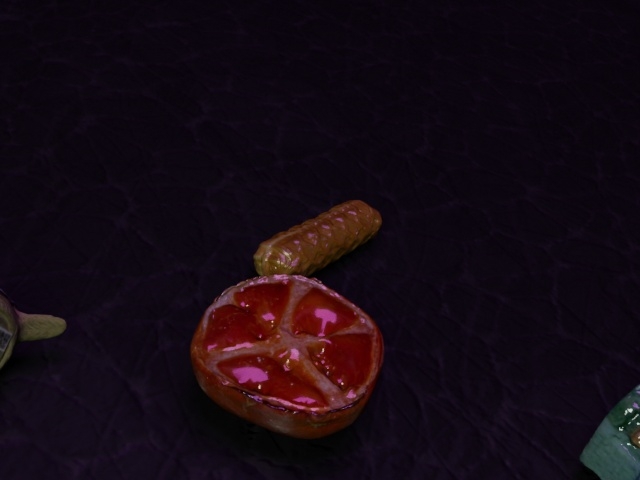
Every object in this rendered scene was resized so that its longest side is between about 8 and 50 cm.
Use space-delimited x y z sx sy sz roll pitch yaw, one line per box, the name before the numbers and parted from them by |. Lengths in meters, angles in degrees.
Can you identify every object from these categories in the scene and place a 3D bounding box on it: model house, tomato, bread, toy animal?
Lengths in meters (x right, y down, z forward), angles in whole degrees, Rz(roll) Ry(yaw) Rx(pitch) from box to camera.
model house | 0.307 0.173 0.742 0.148 0.119 0.149 -20 55 -36
tomato | -0.027 0.100 0.763 0.155 0.069 0.156 7 40 -6
bread | 0.000 0.000 0.924 0.052 0.044 0.157 29 38 30
toy animal | -0.272 0.064 0.725 0.098 0.098 0.137 38 26 30
